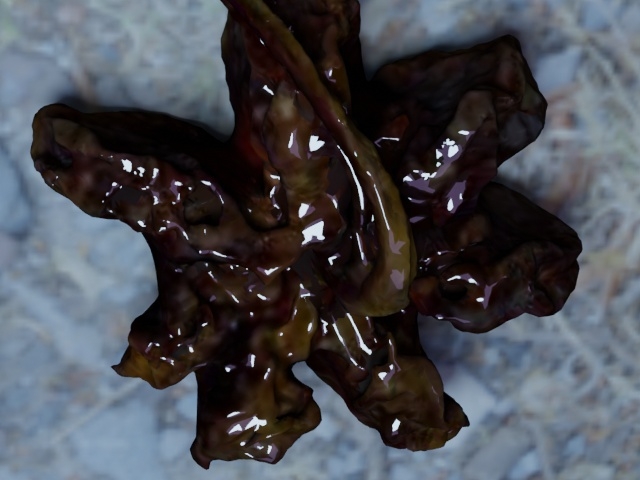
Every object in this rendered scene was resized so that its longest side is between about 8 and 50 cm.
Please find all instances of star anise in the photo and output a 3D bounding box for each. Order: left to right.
[{"bbox_3d":[0.000,0.000,0.617,0.220,0.126,0.190,20,112,-24],"label":"star anise"}]
